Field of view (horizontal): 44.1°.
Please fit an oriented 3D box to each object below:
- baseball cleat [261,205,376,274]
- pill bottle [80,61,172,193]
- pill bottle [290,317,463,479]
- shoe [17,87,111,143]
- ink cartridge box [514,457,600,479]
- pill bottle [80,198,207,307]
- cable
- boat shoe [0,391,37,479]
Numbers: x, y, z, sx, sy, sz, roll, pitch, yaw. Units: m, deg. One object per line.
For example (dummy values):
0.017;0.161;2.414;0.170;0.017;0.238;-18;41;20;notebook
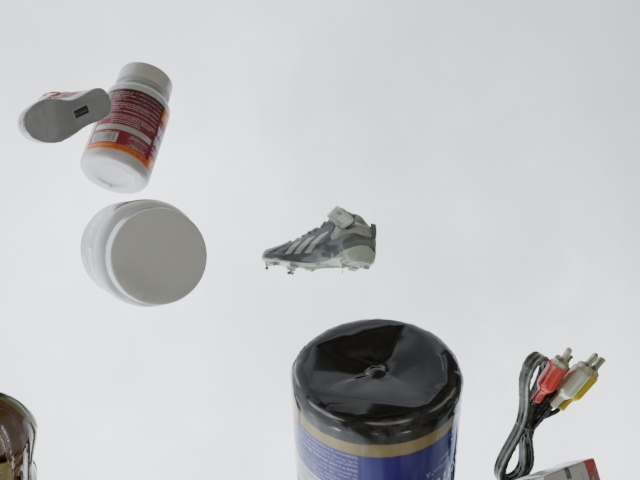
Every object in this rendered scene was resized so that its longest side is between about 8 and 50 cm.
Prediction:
0.000;0.000;1.275;0.072;0.206;0.109;22;-109;-61;baseball cleat
-0.338;-0.203;1.406;0.121;0.121;0.221;36;-129;-36;pill bottle
0.042;0.179;0.607;0.123;0.123;0.219;-33;-47;-40;pill bottle
-0.390;-0.180;1.151;0.178;0.081;0.063;-43;-54;-56;shoe
0.286;0.321;0.937;0.135;0.056;0.099;4;-112;-47;ink cartridge box
-0.274;0.017;1.216;0.161;0.283;0.161;-1;-89;-23;pill bottle
0.362;0.297;1.321;0.139;0.072;0.287;19;-80;-32;cable
-0.464;0.324;1.108;0.324;0.122;0.120;98;174;-47;boat shoe
